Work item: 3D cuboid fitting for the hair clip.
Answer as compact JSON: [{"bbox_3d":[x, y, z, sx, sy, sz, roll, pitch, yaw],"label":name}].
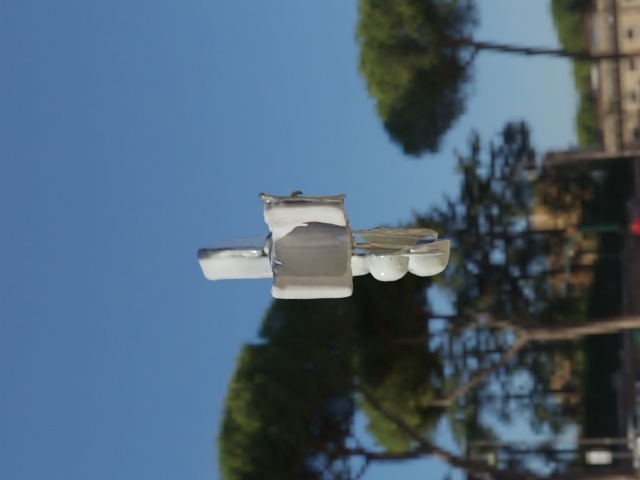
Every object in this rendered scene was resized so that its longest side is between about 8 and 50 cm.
[{"bbox_3d":[0.000,0.000,0.813,0.220,0.140,0.054,-39,-56,-88],"label":"hair clip"}]
